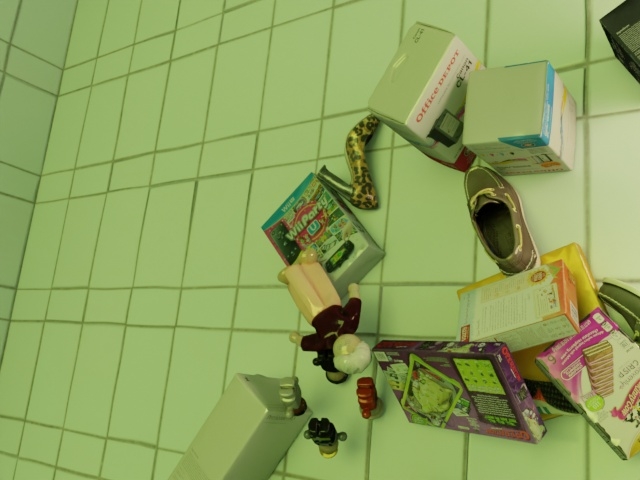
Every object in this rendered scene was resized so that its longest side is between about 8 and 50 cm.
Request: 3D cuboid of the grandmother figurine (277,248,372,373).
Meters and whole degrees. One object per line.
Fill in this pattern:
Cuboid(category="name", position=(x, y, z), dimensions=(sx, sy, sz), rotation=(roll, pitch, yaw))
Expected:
Cuboid(category="grandmother figurine", position=(0.012, 0.182, 1.522), dimensions=(0.208, 0.104, 0.342), rotation=(-46, 49, 11))

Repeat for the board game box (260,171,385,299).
Cuboid(category="board game box", position=(0.000, 0.000, 1.729), dimensions=(0.224, 0.097, 0.303), rotation=(-47, 53, 15))

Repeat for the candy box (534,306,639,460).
Cuboid(category="candy box", position=(0.539, 0.264, 1.193), dimensions=(0.159, 0.071, 0.233), rotation=(-40, 65, 1))

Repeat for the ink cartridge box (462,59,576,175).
Cuboid(category="ink cartridge box", position=(0.437, -0.255, 1.392), dimensions=(0.171, 0.233, 0.168), rotation=(0, 78, 36))

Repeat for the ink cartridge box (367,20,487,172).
Cuboid(category="ink cartridge box", position=(0.279, -0.320, 1.483), dimensions=(0.131, 0.306, 0.226), rotation=(33, 97, 39))

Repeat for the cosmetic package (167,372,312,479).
Cuboid(category="cosmetic package", position=(-0.212, 0.535, 1.658), dimensions=(0.155, 0.197, 0.365), rotation=(41, 103, 38))

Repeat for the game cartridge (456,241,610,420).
Cuboid(category="game cartridge", position=(0.465, 0.204, 1.352), dimensions=(0.285, 0.053, 0.323), rotation=(-27, 64, 28))

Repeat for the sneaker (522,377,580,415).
Cuboid(category="sneaker", position=(0.438, 0.316, 1.279), dimensions=(0.161, 0.075, 0.057), rotation=(10, 61, 11))

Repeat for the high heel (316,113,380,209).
Cuboid(category="high heel", position=(0.138, -0.213, 1.726), dimensions=(0.186, 0.093, 0.261), rotation=(37, 82, 11))

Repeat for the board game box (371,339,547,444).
Cuboid(category="board game box", position=(0.271, 0.302, 1.322), dimensions=(0.347, 0.056, 0.208), rotation=(-10, 107, 53))

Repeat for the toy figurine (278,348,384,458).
Cuboid(category="toy figurine", position=(0.022, 0.378, 1.527), dimensions=(0.209, 0.148, 0.213), rotation=(-40, 53, -16))

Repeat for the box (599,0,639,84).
Cuboid(category="box", position=(0.668, -0.393, 1.312), dimensions=(0.093, 0.156, 0.158), rotation=(-37, 57, 21))

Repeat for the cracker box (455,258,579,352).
Cuboid(category="cracker box", position=(0.392, 0.145, 1.293), dimensions=(0.232, 0.067, 0.155), rotation=(-24, 29, 33))

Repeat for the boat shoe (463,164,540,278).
Cuboid(category="boat shoe", position=(0.387, -0.058, 1.427), dimensions=(0.116, 0.097, 0.324), rotation=(-31, 47, 24))

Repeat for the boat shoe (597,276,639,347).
Cuboid(category="boat shoe", position=(0.638, 0.181, 1.187), dimensions=(0.305, 0.109, 0.091), rotation=(40, 97, 33))
